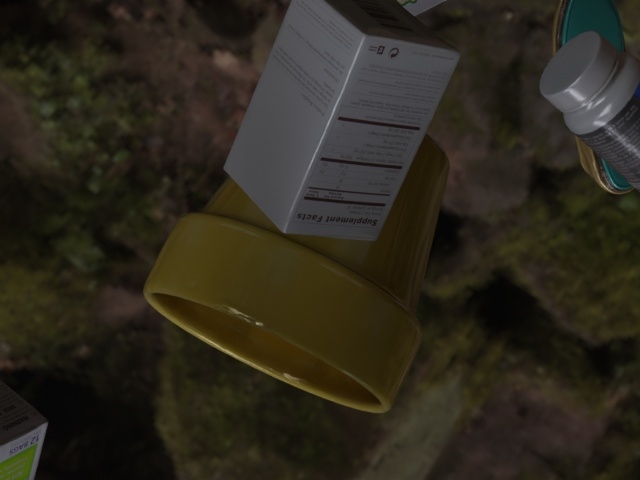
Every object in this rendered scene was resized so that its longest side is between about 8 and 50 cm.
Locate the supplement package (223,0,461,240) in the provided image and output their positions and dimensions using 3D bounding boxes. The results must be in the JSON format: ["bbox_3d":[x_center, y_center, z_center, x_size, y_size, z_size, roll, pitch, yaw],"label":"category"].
[{"bbox_3d":[0.015,-0.103,1.365,0.105,0.105,0.179,46,122,42],"label":"supplement package"}]

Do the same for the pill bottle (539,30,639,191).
[{"bbox_3d":[0.243,-0.100,1.341,0.137,0.078,0.078,38,153,-23],"label":"pill bottle"}]

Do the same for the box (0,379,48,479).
[{"bbox_3d":[-0.275,0.187,1.141,0.103,0.114,0.203,35,125,24],"label":"box"}]

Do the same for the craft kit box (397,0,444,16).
[{"bbox_3d":[0.048,-0.332,1.625,0.250,0.061,0.246,-23,105,40],"label":"craft kit box"}]

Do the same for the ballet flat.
[{"bbox_3d":[0.264,-0.155,1.670,0.073,0.080,0.232,-140,32,-63],"label":"ballet flat"}]

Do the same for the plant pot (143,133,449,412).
[{"bbox_3d":[0.000,0.000,1.553,0.254,0.239,0.254,25,167,6],"label":"plant pot"}]
